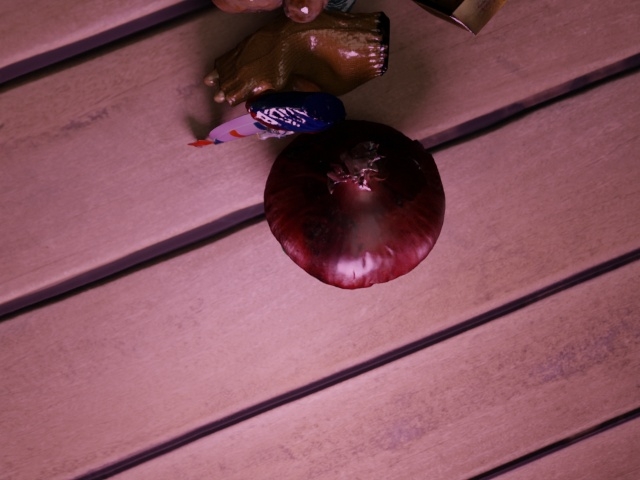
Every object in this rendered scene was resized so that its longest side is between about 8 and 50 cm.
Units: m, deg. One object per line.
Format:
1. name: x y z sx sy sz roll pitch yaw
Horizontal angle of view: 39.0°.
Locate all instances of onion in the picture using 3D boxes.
1. onion: 0.063 -0.089 1.682 0.348 0.347 0.285 -15 156 -6

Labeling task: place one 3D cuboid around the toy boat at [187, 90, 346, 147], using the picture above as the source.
1. toy boat: -0.114 -0.218 1.632 0.318 0.219 0.072 -6 85 15

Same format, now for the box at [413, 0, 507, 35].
1. box: 0.267 -0.464 1.629 0.071 0.240 0.159 37 100 -24

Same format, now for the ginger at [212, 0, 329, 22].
1. ginger: -0.109 -0.499 1.536 0.244 0.155 0.304 -20 91 13

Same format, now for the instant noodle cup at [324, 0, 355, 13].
1. instant noodle cup: 0.002 -0.512 1.644 0.179 0.070 0.157 26 106 -21

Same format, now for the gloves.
1. gloves: -0.041 -0.334 1.653 0.356 0.203 0.155 -17 77 0

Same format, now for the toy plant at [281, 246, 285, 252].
1. toy plant: 0.000 0.000 1.840 0.143 0.105 0.200 -43 102 -6
